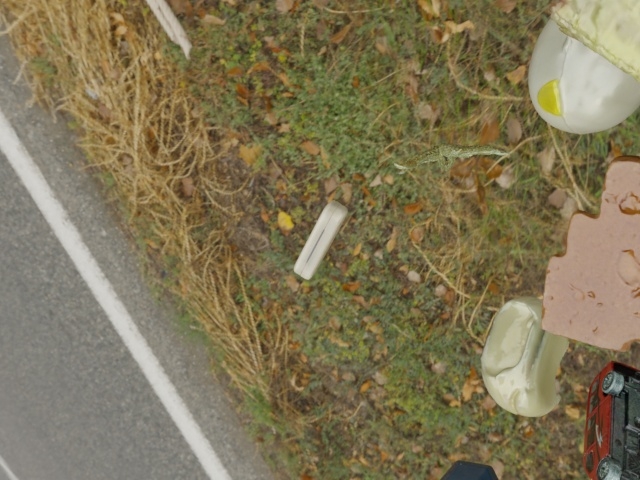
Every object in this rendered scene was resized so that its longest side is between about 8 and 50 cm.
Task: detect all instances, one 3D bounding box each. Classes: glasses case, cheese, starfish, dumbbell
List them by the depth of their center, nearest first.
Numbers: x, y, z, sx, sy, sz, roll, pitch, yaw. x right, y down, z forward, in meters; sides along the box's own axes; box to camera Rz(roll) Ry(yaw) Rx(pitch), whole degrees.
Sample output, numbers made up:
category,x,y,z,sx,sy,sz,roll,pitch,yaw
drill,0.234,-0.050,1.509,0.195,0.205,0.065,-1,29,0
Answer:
category,x,y,z,sx,sy,sz,roll,pitch,yaw
cheese,0.476,0.263,1.180,0.127,0.266,0.233,8,155,47
glasses case,0.000,0.000,1.185,0.050,0.083,0.197,31,114,7
dumbbell,0.371,0.683,1.239,0.144,0.159,0.325,25,140,48
starfish,0.403,-0.263,1.621,0.357,0.347,0.078,-8,87,6

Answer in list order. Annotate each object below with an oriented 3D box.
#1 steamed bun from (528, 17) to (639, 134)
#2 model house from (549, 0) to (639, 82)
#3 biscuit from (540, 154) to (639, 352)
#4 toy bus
category,x,y,z,sx,sy,sz,roll,pitch,yaw
steamed bun,0.721,-0.472,1.360,0.333,0.333,0.375,17,101,24
model house,0.351,-0.219,0.482,0.196,0.253,0.160,46,146,20
biscuit,0.433,0.044,0.711,0.306,0.043,0.284,-46,66,39
toy bus,0.375,0.251,0.636,0.081,0.195,0.089,24,138,9
